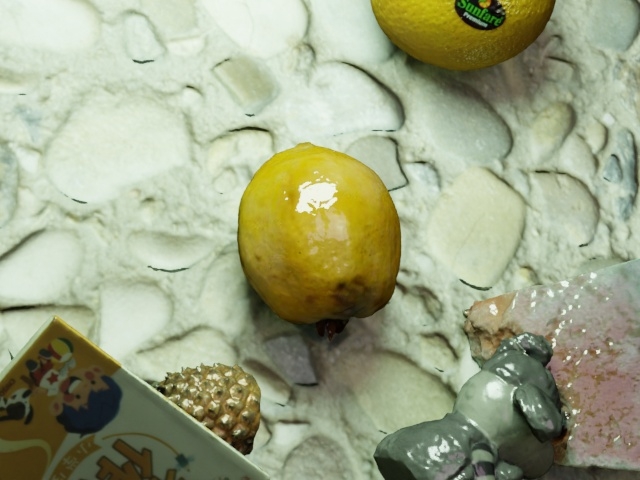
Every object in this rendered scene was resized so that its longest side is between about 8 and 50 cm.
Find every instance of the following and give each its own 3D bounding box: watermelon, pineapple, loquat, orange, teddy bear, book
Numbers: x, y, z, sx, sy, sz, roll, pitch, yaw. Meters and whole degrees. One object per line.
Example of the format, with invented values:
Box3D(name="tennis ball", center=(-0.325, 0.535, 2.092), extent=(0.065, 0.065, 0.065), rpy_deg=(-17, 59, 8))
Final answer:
Box3D(name="watermelon", center=(0.350, 0.161, 1.580), extent=(0.302, 0.151, 0.264), rpy_deg=(-5, 75, -22))
Box3D(name="pineapple", center=(-0.208, 0.179, 1.393), extent=(0.277, 0.130, 0.119), rpy_deg=(5, 101, -21))
Box3D(name="loquat", center=(0.000, 0.000, 1.495), extent=(0.187, 0.176, 0.234), rpy_deg=(-6, 72, -5))
Box3D(name="orange", center=(0.177, -0.319, 1.633), extent=(0.236, 0.236, 0.236), rpy_deg=(6, 72, -19))
Box3D(name="teddy bear", center=(0.192, 0.224, 1.447), extent=(0.251, 0.171, 0.144), rpy_deg=(-36, 103, -4))
Box3D(name="book", center=(-0.221, 0.236, 1.323), extent=(0.295, 0.020, 0.208), rpy_deg=(41, 89, -24))
